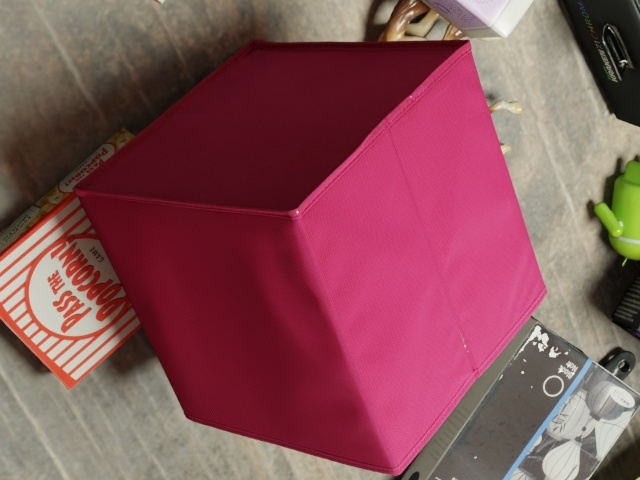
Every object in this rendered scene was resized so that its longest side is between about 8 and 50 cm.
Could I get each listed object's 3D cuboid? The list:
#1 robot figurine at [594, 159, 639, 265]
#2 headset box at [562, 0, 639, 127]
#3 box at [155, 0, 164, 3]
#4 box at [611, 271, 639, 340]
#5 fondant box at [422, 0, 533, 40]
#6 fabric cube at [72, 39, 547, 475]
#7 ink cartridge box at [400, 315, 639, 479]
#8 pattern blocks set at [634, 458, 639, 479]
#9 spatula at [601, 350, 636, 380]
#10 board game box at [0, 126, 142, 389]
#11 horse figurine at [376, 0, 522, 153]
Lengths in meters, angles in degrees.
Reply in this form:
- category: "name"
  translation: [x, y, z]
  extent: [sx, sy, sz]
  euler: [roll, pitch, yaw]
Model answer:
- category: "robot figurine"
  translation: [0.351, -0.030, 1.482]
  extent: [0.101, 0.067, 0.115]
  euler: [-11, 114, -33]
- category: "headset box"
  translation: [0.379, -0.270, 1.361]
  extent: [0.283, 0.131, 0.246]
  euler: [-39, 123, -11]
- category: "box"
  translation: [-0.150, -0.265, 1.150]
  extent: [0.136, 0.028, 0.081]
  euler: [38, 88, -31]
- category: "box"
  translation: [0.468, 0.025, 1.487]
  extent: [0.165, 0.143, 0.270]
  euler: [34, 92, -1]
- category: "fondant box"
  translation: [0.150, -0.376, 1.184]
  extent: [0.238, 0.096, 0.330]
  euler: [35, 89, -16]
- category: "fabric cube"
  translation: [0.000, 0.000, 1.158]
  extent: [0.259, 0.254, 0.258]
  euler: [-45, 126, -35]
- category: "ink cartridge box"
  translation: [0.193, 0.258, 1.487]
  extent: [0.165, 0.065, 0.333]
  euler: [34, 92, -17]
- category: "pattern blocks set"
  translation: [0.425, 0.282, 1.592]
  extent: [0.325, 0.026, 0.285]
  euler: [-40, 147, 11]
- category: "spatula"
  translation: [0.253, 0.233, 1.551]
  extent: [0.296, 0.030, 0.084]
  euler: [-45, 109, -7]
- category: "board game box"
  translation: [-0.202, 0.017, 1.219]
  extent: [0.193, 0.045, 0.147]
  euler: [-42, 123, -8]
- category: "horse figurine"
  translation: [0.112, -0.142, 1.315]
  extent: [0.174, 0.066, 0.263]
  euler: [-25, 120, -24]
